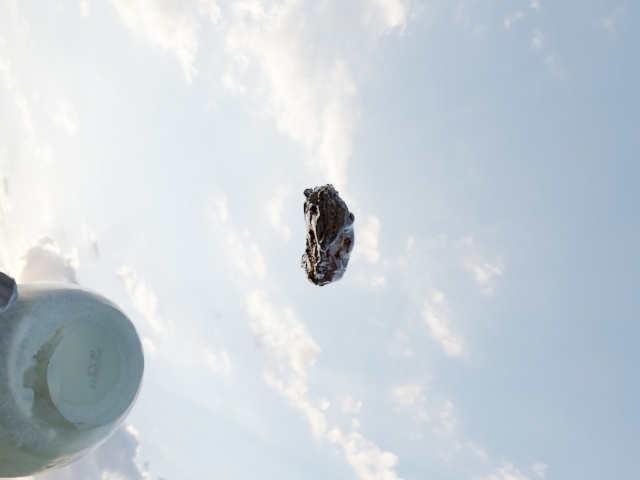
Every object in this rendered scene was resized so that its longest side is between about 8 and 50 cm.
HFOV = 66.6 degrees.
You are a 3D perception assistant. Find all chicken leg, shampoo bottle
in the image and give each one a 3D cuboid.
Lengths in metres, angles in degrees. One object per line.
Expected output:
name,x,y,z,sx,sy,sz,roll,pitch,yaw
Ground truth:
chicken leg,0.002,0.005,0.528,0.205,0.053,0.093,105,-35,-56
shampoo bottle,-0.479,0.228,0.832,0.317,0.322,0.323,-21,-95,38

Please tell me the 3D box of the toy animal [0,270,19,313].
toy animal,-0.473,-0.009,0.557,0.367,0.081,0.206,2,-42,47
